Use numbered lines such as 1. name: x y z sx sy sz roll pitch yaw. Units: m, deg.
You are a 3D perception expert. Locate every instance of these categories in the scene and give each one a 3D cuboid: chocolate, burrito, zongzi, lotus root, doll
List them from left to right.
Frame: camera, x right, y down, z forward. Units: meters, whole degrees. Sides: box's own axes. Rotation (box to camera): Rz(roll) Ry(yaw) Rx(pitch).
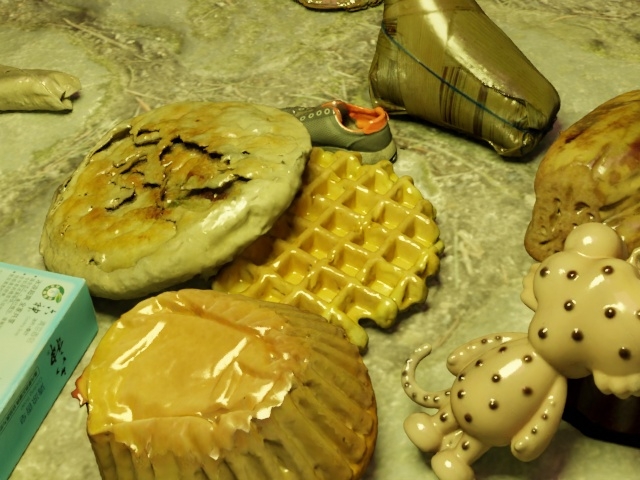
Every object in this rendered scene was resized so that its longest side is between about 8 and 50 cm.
1. burrito: -0.440 -0.206 1.395 0.226 0.060 0.087 0 38 5
2. zongzi: 0.185 -0.270 1.260 0.260 0.289 0.123 25 37 28
3. doll: 0.195 0.105 0.922 0.278 0.119 0.154 -37 60 15
4. chocolate: 0.281 0.120 0.993 0.148 0.080 0.125 32 54 33
5. lotus root: 0.358 -0.064 1.115 0.193 0.193 0.291 33 51 32

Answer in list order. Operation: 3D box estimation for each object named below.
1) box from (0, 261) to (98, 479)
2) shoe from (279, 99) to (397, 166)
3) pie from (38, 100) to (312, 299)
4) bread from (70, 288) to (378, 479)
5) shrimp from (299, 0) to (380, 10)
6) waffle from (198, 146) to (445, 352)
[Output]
1. box: -0.339 0.129 1.022 0.142 0.083 0.232 10 44 14
2. shoe: 0.003 -0.147 1.293 0.194 0.077 0.074 14 47 17
3. pie: -0.168 -0.059 1.164 0.339 0.077 0.339 -14 37 11
4. bread: -0.083 0.152 0.935 0.274 0.149 0.274 -6 49 7
5. shrimp: -0.002 -0.421 1.605 0.253 0.058 0.173 21 57 21
6. waffle: 0.001 -0.001 1.150 0.283 0.065 0.309 -8 43 -5
